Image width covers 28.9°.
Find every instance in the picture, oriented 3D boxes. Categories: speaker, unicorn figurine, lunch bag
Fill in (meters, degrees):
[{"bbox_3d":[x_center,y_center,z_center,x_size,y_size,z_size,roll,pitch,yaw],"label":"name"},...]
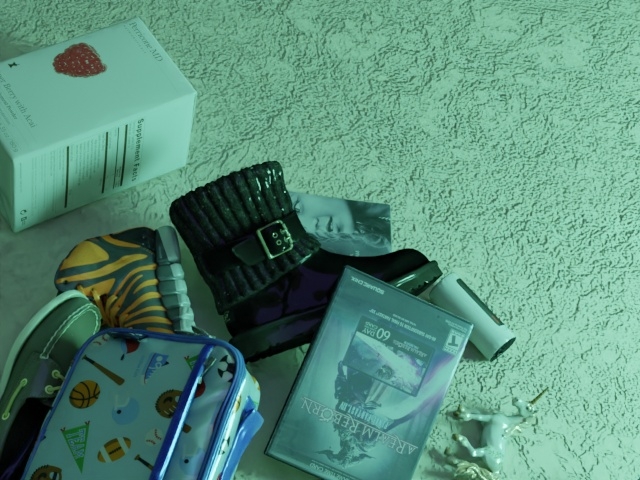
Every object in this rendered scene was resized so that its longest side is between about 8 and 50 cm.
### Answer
[{"bbox_3d":[0.224,0.113,1.825,0.055,0.055,0.136,-30,66,-29],"label":"speaker"},{"bbox_3d":[0.238,0.266,1.724,0.111,0.060,0.162,19,69,0],"label":"unicorn figurine"},{"bbox_3d":[-0.205,0.241,1.462,0.243,0.115,0.303,6,58,22],"label":"lunch bag"}]

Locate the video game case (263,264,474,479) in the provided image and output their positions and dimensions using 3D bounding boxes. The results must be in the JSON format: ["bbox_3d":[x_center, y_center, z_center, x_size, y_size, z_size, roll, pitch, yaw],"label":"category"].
[{"bbox_3d":[0.067,0.197,1.659,0.196,0.026,0.274,25,78,-6],"label":"video game case"}]

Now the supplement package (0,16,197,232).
[{"bbox_3d":[-0.355,-0.173,1.815,0.293,0.175,0.177,-25,63,-28],"label":"supplement package"}]

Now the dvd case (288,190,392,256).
[{"bbox_3d":[0.000,0.000,1.875,0.221,0.018,0.164,7,54,-9],"label":"dvd case"}]

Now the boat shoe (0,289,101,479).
[{"bbox_3d":[-0.353,0.205,1.547,0.091,0.109,0.305,16,68,35],"label":"boat shoe"}]

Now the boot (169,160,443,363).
[{"bbox_3d":[-0.017,0.004,1.757,0.348,0.131,0.260,-17,77,-23],"label":"boot"}]

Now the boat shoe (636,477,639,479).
[{"bbox_3d":[0.463,0.438,1.635,0.109,0.089,0.258,-8,62,-3],"label":"boat shoe"}]

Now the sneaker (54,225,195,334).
[{"bbox_3d":[-0.265,0.119,1.679,0.180,0.124,0.321,-6,46,-13],"label":"sneaker"}]
